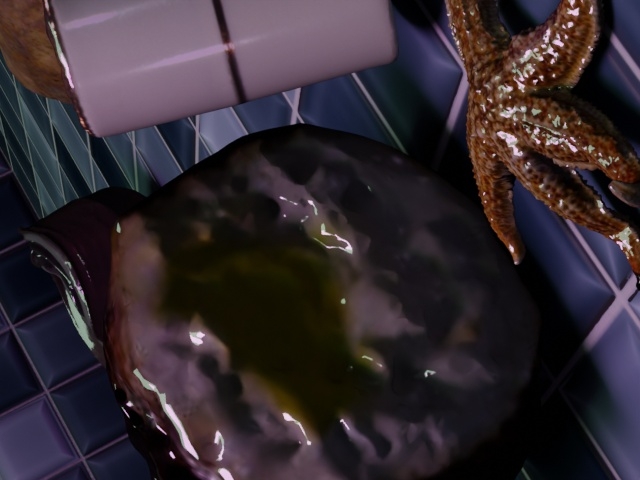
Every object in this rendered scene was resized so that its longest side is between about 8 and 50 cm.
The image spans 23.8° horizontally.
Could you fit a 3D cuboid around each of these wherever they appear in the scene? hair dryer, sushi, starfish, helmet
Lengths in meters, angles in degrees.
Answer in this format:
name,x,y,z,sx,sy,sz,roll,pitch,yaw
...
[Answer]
name,x,y,z,sx,sy,sz,roll,pitch,yaw
hair dryer,-0.074,-0.194,1.033,0.362,0.203,0.128,-105,-1,-65
sushi,0.001,0.109,1.055,0.294,0.281,0.299,99,155,-66
starfish,0.106,-0.075,0.817,0.238,0.057,0.213,58,157,16
helmet,-0.261,0.045,2.002,0.225,0.177,0.305,49,167,17

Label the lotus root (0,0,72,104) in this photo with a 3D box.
name,x,y,z,sx,sy,sz,roll,pitch,yaw
lotus root,-0.212,-0.264,1.077,0.260,0.149,0.267,64,-154,-68
